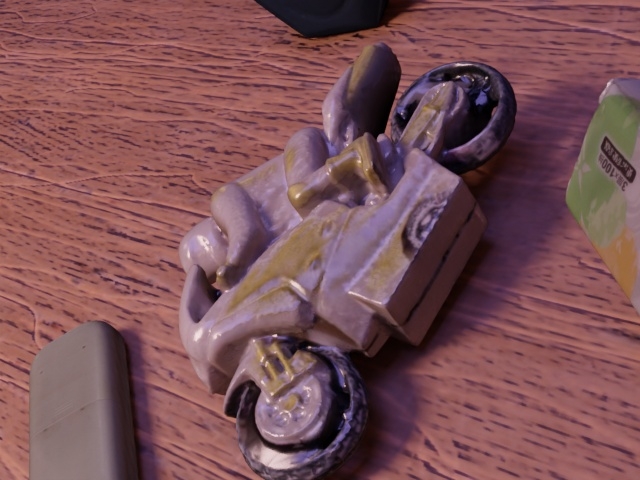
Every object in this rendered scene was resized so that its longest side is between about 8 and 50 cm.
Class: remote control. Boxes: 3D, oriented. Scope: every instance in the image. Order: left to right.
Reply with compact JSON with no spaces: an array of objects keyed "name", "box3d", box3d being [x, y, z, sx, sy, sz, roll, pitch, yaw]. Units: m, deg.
[{"name":"remote control","box3d":[-0.177,0.174,0.816,0.090,0.038,0.309,-31,38,9]}]

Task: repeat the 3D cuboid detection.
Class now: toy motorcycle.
[{"name":"toy motorcycle","box3d":[0.000,0.000,0.806,0.223,0.108,0.340,17,69,38]}]

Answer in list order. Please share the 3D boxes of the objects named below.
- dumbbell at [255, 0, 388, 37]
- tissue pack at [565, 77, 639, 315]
[{"name":"dumbbell","box3d":[0.036,-0.355,1.111,0.144,0.160,0.325,15,56,8]},{"name":"tissue pack","box3d":[0.237,0.035,0.576,0.159,0.145,0.229,4,35,-20]}]
